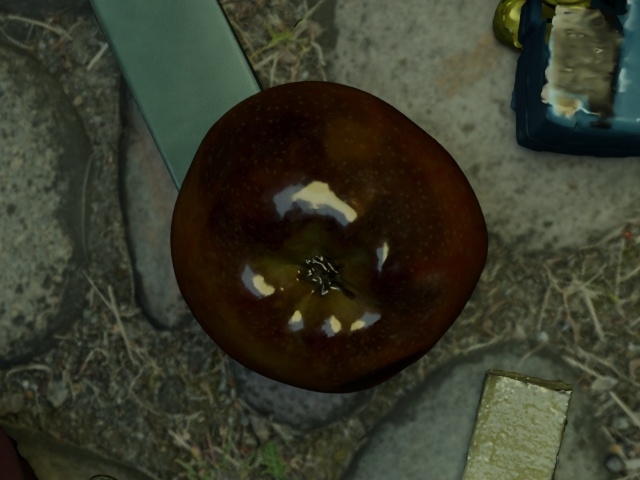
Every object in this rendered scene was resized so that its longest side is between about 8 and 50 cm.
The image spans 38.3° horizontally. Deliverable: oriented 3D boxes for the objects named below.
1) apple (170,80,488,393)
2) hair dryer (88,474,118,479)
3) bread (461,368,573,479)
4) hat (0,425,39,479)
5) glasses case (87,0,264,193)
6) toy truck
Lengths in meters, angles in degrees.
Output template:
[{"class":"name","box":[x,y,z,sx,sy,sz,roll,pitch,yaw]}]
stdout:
[{"class":"apple","box":[0.000,0.000,0.646,0.230,0.230,0.230,-1,87,14]},{"class":"hair dryer","box":[-0.136,0.275,0.715,0.183,0.155,0.044,41,99,-2]},{"class":"bread","box":[0.143,0.177,0.700,0.068,0.028,0.154,12,90,14]},{"class":"hat","box":[-0.276,0.244,0.758,0.205,0.089,0.205,-11,74,43]},{"class":"glasses case","box":[-0.125,-0.163,0.782,0.105,0.056,0.266,-24,81,-13]},{"class":"toy truck","box":[0.223,-0.252,0.646,0.162,0.161,0.385,7,88,3]}]
